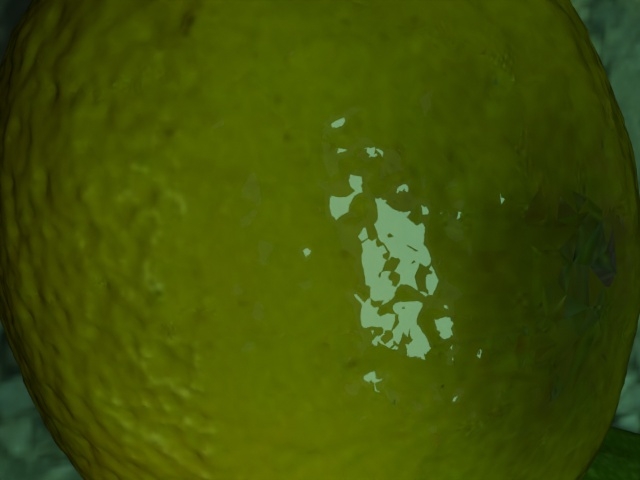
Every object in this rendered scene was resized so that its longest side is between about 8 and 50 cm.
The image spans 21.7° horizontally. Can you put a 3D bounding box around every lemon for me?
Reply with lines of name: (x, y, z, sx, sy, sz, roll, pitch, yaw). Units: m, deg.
lemon: (0.000, 0.000, 0.479, 0.188, 0.188, 0.256, -22, 112, -18)

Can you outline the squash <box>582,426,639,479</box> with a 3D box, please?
squash: (0.143, 0.194, 0.653, 0.289, 0.111, 0.203, 25, 95, -31)
